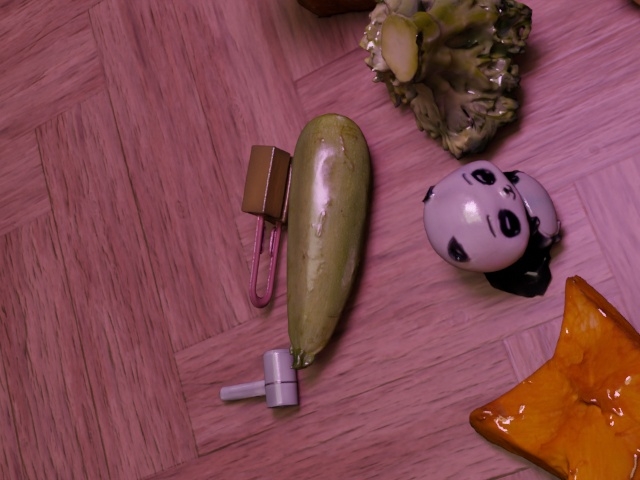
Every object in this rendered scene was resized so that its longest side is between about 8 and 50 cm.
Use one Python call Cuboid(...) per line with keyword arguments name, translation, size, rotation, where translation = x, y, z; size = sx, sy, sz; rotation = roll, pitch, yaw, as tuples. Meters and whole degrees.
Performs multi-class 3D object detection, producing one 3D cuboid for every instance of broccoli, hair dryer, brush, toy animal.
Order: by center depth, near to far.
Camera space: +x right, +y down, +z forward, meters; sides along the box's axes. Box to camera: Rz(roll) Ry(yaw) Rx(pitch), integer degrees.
Cuboid(name="toy animal", translation=(0.221, -0.018, 1.179), size=(0.138, 0.179, 0.166), rotation=(-40, 57, 28))
Cuboid(name="broccoli", translation=(0.142, -0.255, 1.212), size=(0.288, 0.245, 0.248), rotation=(55, 129, 13))
Cuboid(name="hair dryer", translation=(-0.096, 0.211, 1.351), size=(0.137, 0.047, 0.082), rotation=(-16, 72, 29))
Cuboid(name="brush", translation=(-0.078, -0.016, 1.356), size=(0.047, 0.103, 0.234), rotation=(5, 82, 29))

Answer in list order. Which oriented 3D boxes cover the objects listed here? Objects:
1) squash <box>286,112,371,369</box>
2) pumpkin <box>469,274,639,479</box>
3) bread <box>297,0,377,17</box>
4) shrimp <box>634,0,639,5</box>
Cuboid(name="squash", translation=(0.008, 0.000, 1.305), size=(0.118, 0.118, 0.371), rotation=(1, 81, 25))
Cuboid(name="pumpkin", translation=(0.333, 0.189, 1.076), size=(0.258, 0.095, 0.290), rotation=(-60, 32, 5))
Cuboid(name="bread", translation=(-0.013, -0.427, 1.279), size=(0.195, 0.344, 0.149), rotation=(0, 88, 24))
Cuboid(name="shrimp", translation=(0.476, -0.378, 1.163), size=(0.253, 0.058, 0.173), rotation=(4, 106, 0))
